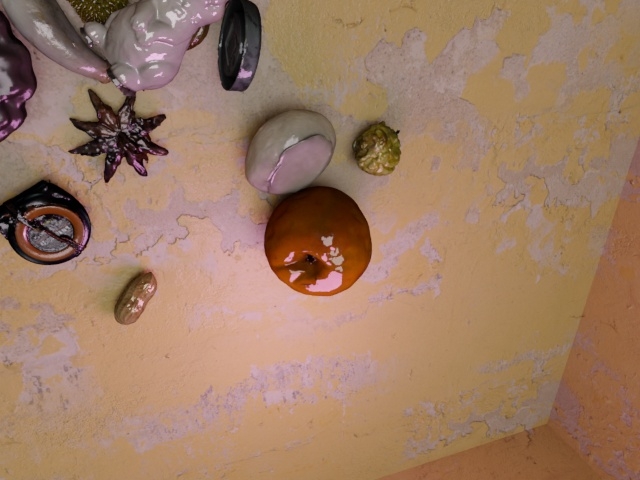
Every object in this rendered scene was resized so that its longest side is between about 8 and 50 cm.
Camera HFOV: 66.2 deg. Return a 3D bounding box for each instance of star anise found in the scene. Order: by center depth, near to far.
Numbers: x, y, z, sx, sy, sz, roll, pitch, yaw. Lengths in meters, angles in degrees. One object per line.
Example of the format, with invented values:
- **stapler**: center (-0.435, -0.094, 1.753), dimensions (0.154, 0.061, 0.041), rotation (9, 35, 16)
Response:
- **star anise**: center (-0.532, -0.266, 1.293), dimensions (0.272, 0.102, 0.271), rotation (-8, 116, -16)

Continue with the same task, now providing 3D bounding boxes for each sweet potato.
- **sweet potato**: center (-0.318, -0.580, 1.250), dimensions (0.081, 0.062, 0.233), rotation (13, 114, -11)

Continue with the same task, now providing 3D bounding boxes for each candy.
- **candy**: center (-0.090, -0.259, 1.435), dimensions (0.296, 0.185, 0.295), rotation (-27, 156, -13)

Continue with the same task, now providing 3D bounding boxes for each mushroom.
- **mushroom**: center (-0.608, -0.469, 1.151), dimensions (0.103, 0.118, 0.270), rotation (-15, 132, 31)

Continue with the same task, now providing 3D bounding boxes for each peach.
- **peach**: center (0.000, 0.000, 1.540), dimensions (0.343, 0.301, 0.342), rotation (6, 121, 10)

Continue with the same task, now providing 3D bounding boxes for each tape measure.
- **tape measure**: center (-0.729, -0.042, 1.309), dimensions (0.202, 0.135, 0.222), rotation (-38, 127, -13)

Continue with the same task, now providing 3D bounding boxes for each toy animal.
- **toy animal**: center (-0.351, -0.501, 1.147), dimensions (0.357, 0.258, 0.194), rotation (-33, 100, 7)

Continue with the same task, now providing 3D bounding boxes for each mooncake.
- **mooncake**: center (-0.823, -0.373, 1.062), dimensions (0.351, 0.212, 0.381), rotation (-33, 126, -12)

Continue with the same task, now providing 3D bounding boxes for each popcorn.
- **popcorn**: center (0.188, -0.293, 1.568), dimensions (0.174, 0.142, 0.173), rotation (2, 85, -27)

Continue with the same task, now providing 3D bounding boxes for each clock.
- **clock**: center (-0.208, -0.492, 1.242), dimensions (0.049, 0.226, 0.226), rotation (-1, 116, -29)

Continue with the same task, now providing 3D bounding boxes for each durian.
- **durian**: center (-0.530, -0.599, 1.127), dimensions (0.146, 0.102, 0.208), rotation (-28, 119, -1)

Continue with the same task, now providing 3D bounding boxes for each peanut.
- **peanut**: center (-0.571, 0.180, 1.512), dimensions (0.083, 0.093, 0.194), rotation (34, 103, -5)
